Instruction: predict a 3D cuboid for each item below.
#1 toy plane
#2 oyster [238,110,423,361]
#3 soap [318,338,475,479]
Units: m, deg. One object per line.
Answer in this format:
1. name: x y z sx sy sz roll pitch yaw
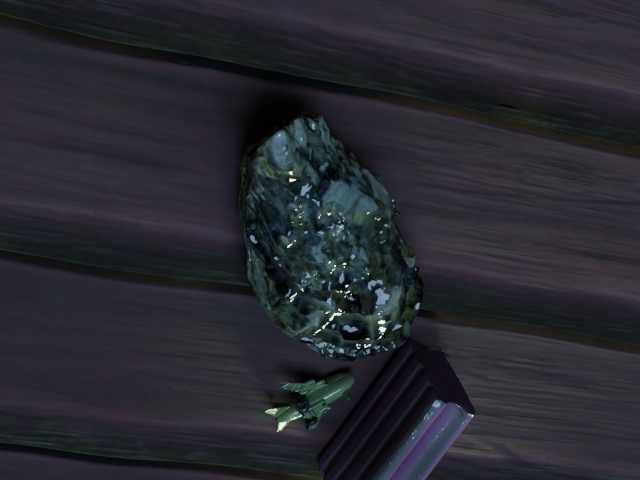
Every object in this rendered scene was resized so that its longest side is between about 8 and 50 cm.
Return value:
1. toy plane: -0.008 0.184 1.601 0.111 0.040 0.102 -24 143 2
2. oyster: 0.001 -0.005 1.433 0.162 0.158 0.351 -51 142 -23
3. soap: 0.085 0.229 1.606 0.065 0.122 0.203 23 114 -28
